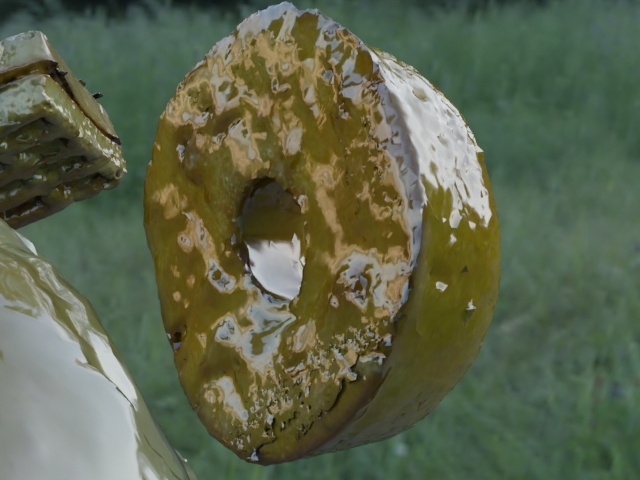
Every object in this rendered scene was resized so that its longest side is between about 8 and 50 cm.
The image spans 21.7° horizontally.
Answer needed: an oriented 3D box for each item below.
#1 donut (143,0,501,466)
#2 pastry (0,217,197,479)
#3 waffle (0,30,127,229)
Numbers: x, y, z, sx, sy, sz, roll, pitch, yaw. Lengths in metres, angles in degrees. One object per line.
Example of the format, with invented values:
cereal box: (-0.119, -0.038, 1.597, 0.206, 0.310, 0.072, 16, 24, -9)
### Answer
donut: (0.000, 0.003, 1.030, 0.108, 0.278, 0.277, 9, 16, -40)
pastry: (-0.221, 0.135, 0.573, 0.245, 0.409, 0.409, 49, 10, -16)
waffle: (-0.346, -0.058, 1.432, 0.327, 0.098, 0.224, -19, -17, 4)
